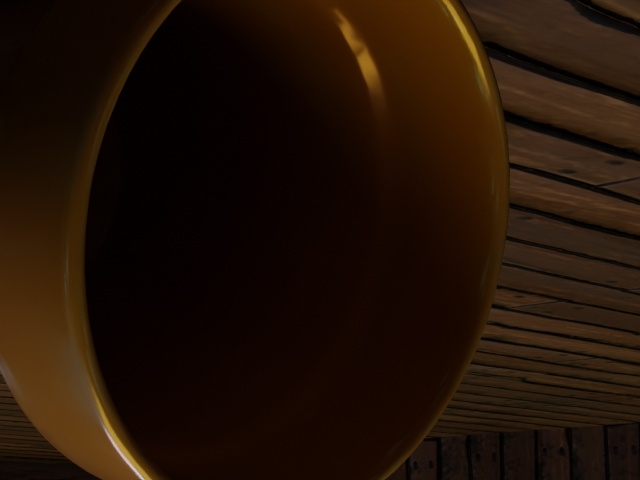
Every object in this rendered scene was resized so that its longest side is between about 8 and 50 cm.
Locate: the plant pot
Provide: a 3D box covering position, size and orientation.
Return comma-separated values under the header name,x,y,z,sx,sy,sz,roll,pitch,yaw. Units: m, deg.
name,x,y,z,sx,sy,sz,roll,pitch,yaw
plant pot,-0.067,-0.016,0.647,0.188,0.205,0.205,11,179,44
